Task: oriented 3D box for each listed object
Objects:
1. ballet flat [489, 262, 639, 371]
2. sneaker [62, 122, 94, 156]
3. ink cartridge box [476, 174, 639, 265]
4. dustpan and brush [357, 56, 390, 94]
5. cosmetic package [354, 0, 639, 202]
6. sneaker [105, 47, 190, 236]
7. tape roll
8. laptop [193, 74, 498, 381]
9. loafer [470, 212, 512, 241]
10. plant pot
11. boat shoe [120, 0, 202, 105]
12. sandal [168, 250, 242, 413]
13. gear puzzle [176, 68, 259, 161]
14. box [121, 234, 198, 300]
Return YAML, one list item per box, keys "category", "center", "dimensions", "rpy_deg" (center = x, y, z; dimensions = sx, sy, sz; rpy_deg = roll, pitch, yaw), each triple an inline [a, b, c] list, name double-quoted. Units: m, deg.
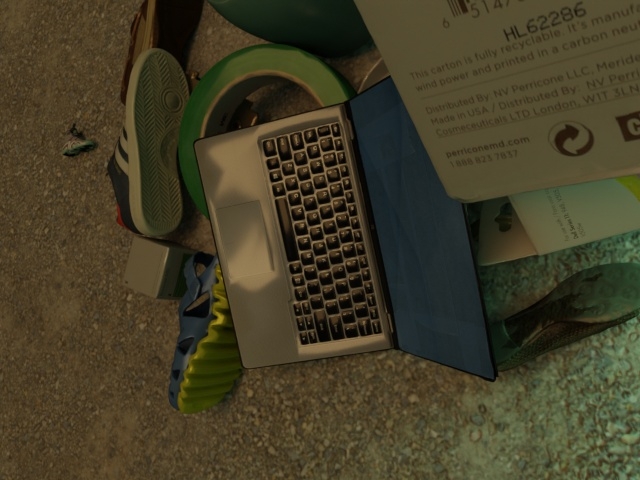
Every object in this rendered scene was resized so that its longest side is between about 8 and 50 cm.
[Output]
- category: "ballet flat"
  center: [0.317, 0.107, 0.828]
  dimensions: [0.250, 0.058, 0.084]
  rpy_deg: [-32, 46, 18]
- category: "sneaker"
  center: [-0.548, -0.233, 1.418]
  dimensions: [0.098, 0.038, 0.069]
  rpy_deg: [-9, 79, 30]
- category: "ink cartridge box"
  center: [0.336, -0.110, 0.745]
  dimensions: [0.353, 0.119, 0.207]
  rpy_deg: [-19, 29, 28]
- category: "dustpan and brush"
  center: [0.140, -0.268, 0.981]
  dimensions: [0.147, 0.060, 0.211]
  rpy_deg: [33, 101, 31]
- category: "cosmetic package"
  center: [0.276, -0.293, 0.608]
  dimensions: [0.329, 0.393, 0.327]
  rpy_deg: [-6, 124, 45]
- category: "sneaker"
  center: [-0.341, -0.183, 1.191]
  dimensions: [0.148, 0.131, 0.350]
  rpy_deg: [0, 85, 43]
- category: "tape roll"
  center: [-0.079, -0.155, 1.044]
  dimensions: [0.321, 0.077, 0.321]
  rpy_deg: [2, 96, 20]
- category: "laptop"
  center: [0.000, 0.000, 0.863]
  dimensions: [0.408, 0.236, 0.382]
  rpy_deg: [-11, 93, 15]
- category: "loafer"
  center: [0.275, -0.009, 0.863]
  dimensions: [0.148, 0.056, 0.050]
  rpy_deg: [-6, 74, 31]
- category: "plant pot"
  center: [-0.056, -0.444, 0.975]
  dimensions: [0.293, 0.235, 0.293]
  rpy_deg: [9, 103, 46]
- category: "boat shoe"
  center: [-0.334, -0.427, 1.268]
  dimensions: [0.123, 0.123, 0.342]
  rpy_deg: [16, 98, 31]
- category: "sandal"
  center: [-0.198, 0.144, 1.107]
  dimensions: [0.138, 0.126, 0.317]
  rpy_deg: [13, 82, 37]
- category: "gear puzzle"
  center: [-0.178, -0.190, 1.180]
  dimensions: [0.339, 0.044, 0.175]
  rpy_deg: [34, 107, 31]
- category: "box"
  center: [-0.303, 0.052, 1.196]
  dimensions: [0.102, 0.087, 0.101]
  rpy_deg: [16, 92, 33]
